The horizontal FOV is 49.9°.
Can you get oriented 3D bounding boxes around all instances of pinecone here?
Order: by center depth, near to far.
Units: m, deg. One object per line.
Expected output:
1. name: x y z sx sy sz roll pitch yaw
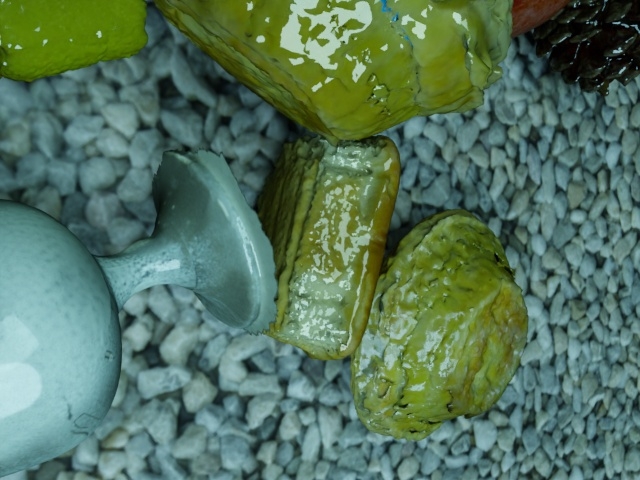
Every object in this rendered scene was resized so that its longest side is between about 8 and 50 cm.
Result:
1. pinecone: 0.372 -0.284 0.909 0.184 0.179 0.205 -31 127 1

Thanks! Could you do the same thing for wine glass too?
1. wine glass: -0.227 0.060 0.584 0.323 0.238 0.238 -29 107 -29

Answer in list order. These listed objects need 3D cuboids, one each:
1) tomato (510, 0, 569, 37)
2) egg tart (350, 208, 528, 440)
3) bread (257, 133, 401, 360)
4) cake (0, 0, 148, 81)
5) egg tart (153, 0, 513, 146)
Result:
1. tomato: 0.179 -0.341 0.746 0.264 0.265 0.265 -3 96 -28
2. egg tart: 0.156 0.109 0.809 0.294 0.123 0.294 -20 118 -45
3. bread: 0.000 0.000 0.731 0.121 0.174 0.246 19 81 -28
4. cake: -0.249 -0.268 0.559 0.156 0.179 0.261 -24 122 -27
5. egg tart: -0.017 -0.207 0.597 0.388 0.388 0.169 35 88 -26
